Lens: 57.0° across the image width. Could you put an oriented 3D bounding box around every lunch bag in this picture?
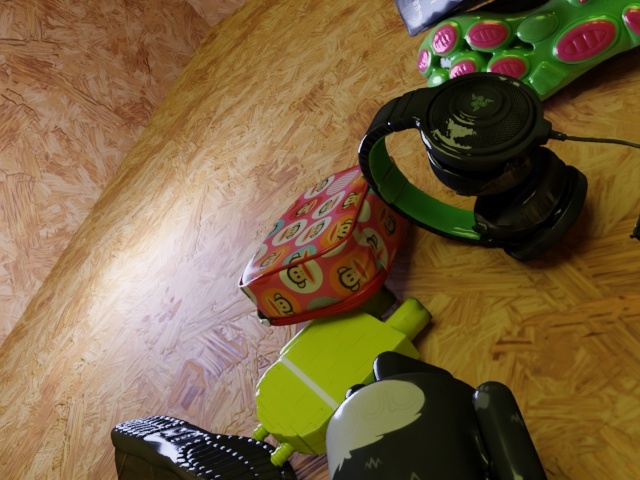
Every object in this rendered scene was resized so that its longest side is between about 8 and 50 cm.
[{"bbox_3d":[0.000,0.000,0.915,0.258,0.120,0.293,-20,24,35],"label":"lunch bag"}]

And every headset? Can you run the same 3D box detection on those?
[{"bbox_3d":[0.204,-0.061,0.666,0.394,0.243,0.185,-2,52,48],"label":"headset"}]

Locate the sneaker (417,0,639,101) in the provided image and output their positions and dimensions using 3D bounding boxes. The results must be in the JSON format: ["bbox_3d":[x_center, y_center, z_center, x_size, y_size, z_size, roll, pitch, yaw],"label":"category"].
[{"bbox_3d":[0.363,-0.325,0.893,0.482,0.185,0.202,-12,18,46],"label":"sneaker"}]

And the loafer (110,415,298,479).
[{"bbox_3d":[-0.162,0.337,0.803,0.365,0.133,0.130,-1,90,48],"label":"loafer"}]

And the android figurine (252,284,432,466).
[{"bbox_3d":[0.020,0.173,0.778,0.273,0.056,0.248,-46,28,-14],"label":"android figurine"}]

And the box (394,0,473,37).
[{"bbox_3d":[0.343,-0.472,0.907,0.394,0.097,0.318,-29,12,-14],"label":"box"}]

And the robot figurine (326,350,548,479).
[{"bbox_3d":[0.097,0.236,0.533,0.173,0.209,0.278,-10,37,2],"label":"robot figurine"}]
